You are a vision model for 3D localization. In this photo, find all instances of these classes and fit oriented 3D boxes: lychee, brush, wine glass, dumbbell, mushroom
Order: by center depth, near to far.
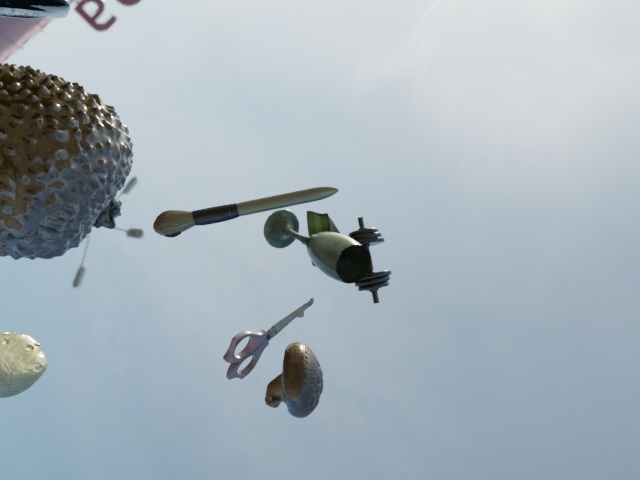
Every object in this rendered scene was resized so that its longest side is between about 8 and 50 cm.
[{"bbox_3d":[-0.117,-0.048,0.907,0.299,0.039,0.042,-10,-151,-1],"label":"brush"},{"bbox_3d":[-0.035,0.226,0.925,0.084,0.126,0.109,23,-118,15],"label":"mushroom"},{"bbox_3d":[-0.579,-0.159,1.145,0.380,0.432,0.381,-29,-139,28],"label":"lychee"},{"bbox_3d":[0.035,0.060,1.306,0.096,0.264,0.309,-50,-145,-11],"label":"wine glass"},{"bbox_3d":[0.114,0.047,1.374,0.099,0.099,0.209,-14,-96,29],"label":"dumbbell"}]

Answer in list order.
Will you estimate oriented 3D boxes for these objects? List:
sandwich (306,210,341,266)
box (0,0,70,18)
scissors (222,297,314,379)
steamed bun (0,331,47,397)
[{"bbox_3d":[0.000,0.000,1.313,0.074,0.116,0.074,9,-125,40],"label":"sandwich"},{"bbox_3d":[-0.549,-0.422,1.014,0.212,0.201,0.042,22,-65,59],"label":"box"},{"bbox_3d":[-0.083,0.162,1.009,0.212,0.110,0.021,-33,-127,-31],"label":"scissors"},{"bbox_3d":[-0.583,0.236,1.064,0.091,0.130,0.113,-44,-108,24],"label":"steamed bun"}]
